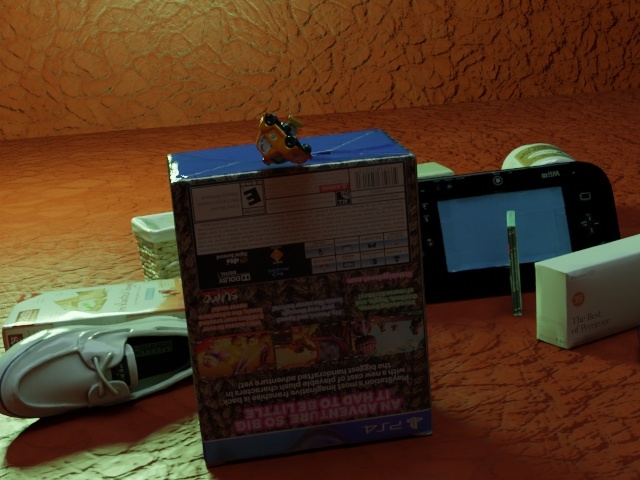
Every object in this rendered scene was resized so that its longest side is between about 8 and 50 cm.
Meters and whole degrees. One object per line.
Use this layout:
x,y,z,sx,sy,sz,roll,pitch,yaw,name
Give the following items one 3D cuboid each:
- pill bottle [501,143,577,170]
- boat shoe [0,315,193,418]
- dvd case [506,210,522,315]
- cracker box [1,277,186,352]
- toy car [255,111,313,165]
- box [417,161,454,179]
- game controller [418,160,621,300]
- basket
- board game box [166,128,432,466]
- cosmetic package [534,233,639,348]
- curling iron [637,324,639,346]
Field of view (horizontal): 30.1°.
0.367,-0.091,1.959,0.131,0.131,0.229,-5,14,0,pill bottle
-0.237,0.144,1.338,0.267,0.096,0.088,-6,7,-40,boat shoe
0.253,0.028,1.549,0.013,0.119,0.087,-3,13,9,dvd case
-0.281,0.106,1.540,0.232,0.067,0.156,-7,14,-4,cracker box
-0.031,-0.087,1.124,0.040,0.060,0.122,-46,-8,9,toy car
0.088,-0.067,2.043,0.275,0.094,0.113,-8,14,-11,box
0.251,-0.014,1.632,0.319,0.166,0.067,-7,1,-5,game controller
-0.192,0.010,1.817,0.167,0.103,0.113,-10,15,-23,basket
-0.022,0.052,1.196,0.232,0.291,0.141,-7,16,-7,board game box
0.371,0.053,1.451,0.239,0.099,0.060,-14,16,-29,cosmetic package
0.363,0.125,1.253,0.035,0.068,0.274,33,24,2,curling iron
